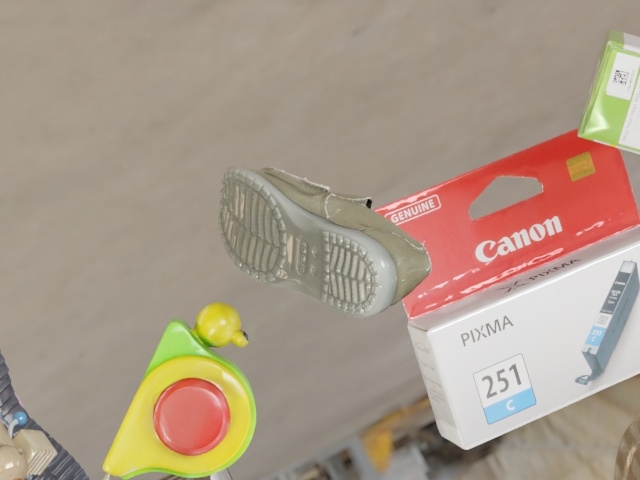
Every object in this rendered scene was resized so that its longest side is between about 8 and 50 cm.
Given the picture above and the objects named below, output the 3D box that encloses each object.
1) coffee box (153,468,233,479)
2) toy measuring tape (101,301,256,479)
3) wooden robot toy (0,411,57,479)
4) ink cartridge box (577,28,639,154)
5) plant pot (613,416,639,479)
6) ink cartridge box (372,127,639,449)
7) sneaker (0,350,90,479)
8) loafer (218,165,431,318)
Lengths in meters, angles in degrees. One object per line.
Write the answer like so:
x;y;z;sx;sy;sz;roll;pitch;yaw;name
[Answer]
-0.126;0.401;1.853;0.168;0.297;0.119;-25;178;2;coffee box
-0.141;0.213;1.539;0.330;0.121;0.121;-65;165;0;toy measuring tape
-0.265;0.179;1.356;0.076;0.079;0.173;-43;152;1;wooden robot toy
0.383;-0.119;1.617;0.189;0.255;0.097;-47;153;-76;ink cartridge box
0.502;0.294;1.942;0.280;0.323;0.323;-1;161;-14;plant pot
0.229;0.041;1.766;0.296;0.261;0.066;-22;-167;-16;ink cartridge box
-0.393;0.206;1.925;0.112;0.319;0.131;-36;-174;-34;sneaker
0.000;0.000;1.463;0.087;0.251;0.094;-8;117;-38;loafer
